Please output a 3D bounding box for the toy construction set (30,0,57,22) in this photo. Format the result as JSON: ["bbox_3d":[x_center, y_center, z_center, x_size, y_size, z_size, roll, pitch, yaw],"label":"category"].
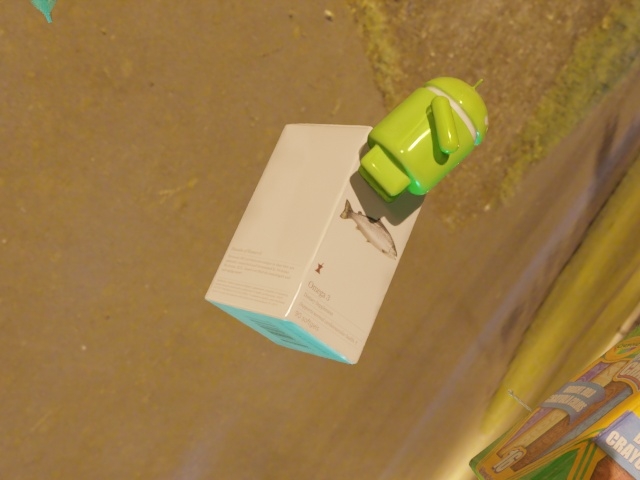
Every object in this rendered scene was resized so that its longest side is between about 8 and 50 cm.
[{"bbox_3d":[-0.304,-0.299,0.705,0.257,0.308,0.237,-31,175,-12],"label":"toy construction set"}]

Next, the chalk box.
[{"bbox_3d":[0.227,0.142,0.579,0.213,0.132,0.132,-39,179,-1],"label":"chalk box"}]

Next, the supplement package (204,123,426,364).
[{"bbox_3d":[0.000,0.000,0.780,0.105,0.105,0.179,38,69,-42],"label":"supplement package"}]

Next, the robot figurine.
[{"bbox_3d":[0.084,-0.083,0.707,0.115,0.067,0.101,-42,173,-7],"label":"robot figurine"}]

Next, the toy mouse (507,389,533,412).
[{"bbox_3d":[0.244,0.182,0.742,0.161,0.143,0.031,-120,-136,-74],"label":"toy mouse"}]
